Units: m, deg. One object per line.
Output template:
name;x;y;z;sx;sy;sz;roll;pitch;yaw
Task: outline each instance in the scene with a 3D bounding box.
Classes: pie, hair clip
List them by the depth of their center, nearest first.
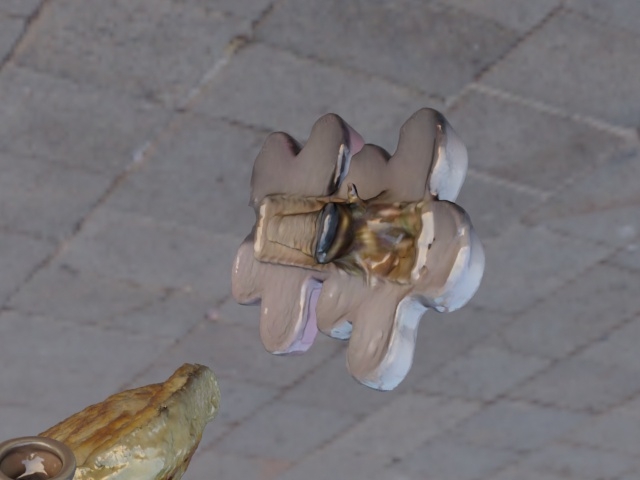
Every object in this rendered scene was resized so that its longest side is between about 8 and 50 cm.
hair clip;0.007;0.001;0.832;0.075;0.146;0.257;6;180;-18
pie;-0.149;0.159;1.056;0.179;0.084;0.205;-29;-171;13

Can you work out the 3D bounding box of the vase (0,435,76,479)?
vase;-0.146;0.149;0.763;0.053;0.053;0.100;2;120;-11
